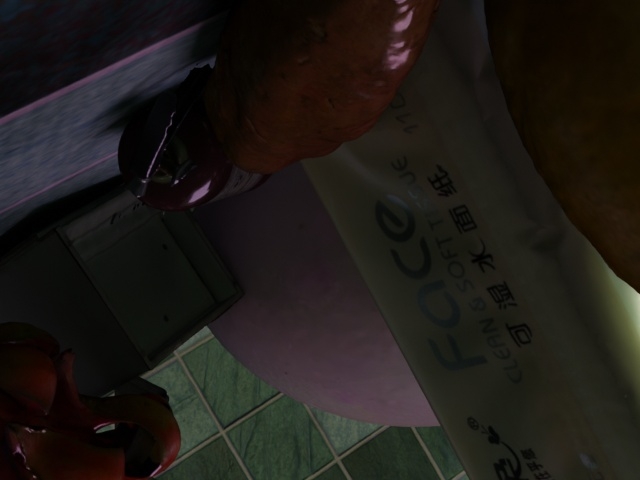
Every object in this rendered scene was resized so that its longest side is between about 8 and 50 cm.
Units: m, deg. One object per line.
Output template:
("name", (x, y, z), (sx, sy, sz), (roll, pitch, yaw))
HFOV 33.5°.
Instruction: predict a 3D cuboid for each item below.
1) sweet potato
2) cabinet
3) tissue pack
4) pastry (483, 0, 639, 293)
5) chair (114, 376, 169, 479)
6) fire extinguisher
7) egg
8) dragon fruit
("sweet potato", (0.002, -0.093, 0.527), (0.097, 0.097, 0.252), (-31, -178, -20))
("cabinet", (-0.208, 0.055, 0.931), (0.206, 0.150, 0.145), (-30, -175, 36))
("tissue pack", (0.193, -0.030, 0.757), (0.332, 0.404, 0.205), (-31, -176, -40))
("pastry", (0.231, -0.101, 0.523), (0.356, 0.356, 0.164), (-31, -172, -34))
("chair", (-0.298, 0.185, 1.086), (0.270, 0.147, 0.136), (21, -148, 26))
("fire extinguisher", (-0.079, -0.070, 0.708), (0.099, 0.071, 0.231), (-58, 174, 10))
("egg", (0.028, 0.008, 1.049), (0.340, 0.354, 0.354), (-4, -172, 14))
("dragon fruit", (-0.260, 0.160, 0.730), (0.307, 0.227, 0.243), (-10, 163, 3))
